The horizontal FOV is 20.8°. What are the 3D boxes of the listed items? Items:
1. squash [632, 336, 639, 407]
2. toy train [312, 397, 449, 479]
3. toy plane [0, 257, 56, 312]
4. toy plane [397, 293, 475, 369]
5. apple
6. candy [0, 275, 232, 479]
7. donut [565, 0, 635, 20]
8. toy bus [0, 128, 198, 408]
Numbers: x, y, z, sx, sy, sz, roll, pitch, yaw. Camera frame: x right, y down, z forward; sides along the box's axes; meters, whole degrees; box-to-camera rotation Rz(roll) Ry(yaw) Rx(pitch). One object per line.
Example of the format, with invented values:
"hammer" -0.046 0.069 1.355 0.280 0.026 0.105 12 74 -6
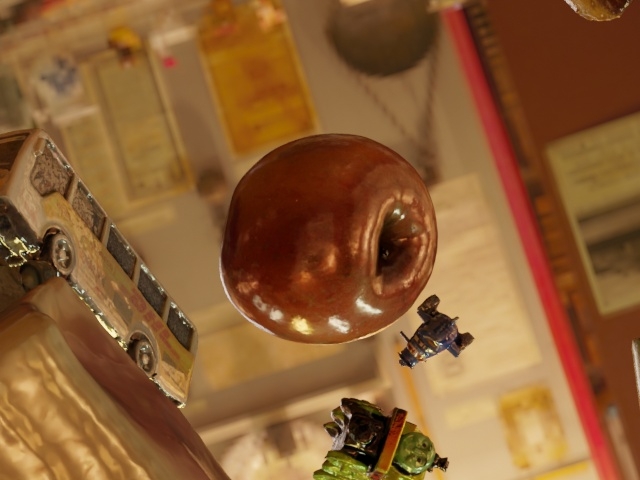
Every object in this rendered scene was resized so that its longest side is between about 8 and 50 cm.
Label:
"squash" 0.370 0.128 1.424 0.220 0.133 0.220 2 149 1
"toy train" 0.078 0.284 2.297 0.160 0.100 0.296 19 164 0
"toy plane" -0.225 0.085 1.256 0.223 0.104 0.326 0 -152 -44
"toy plane" 0.090 0.085 1.483 0.062 0.054 0.167 -41 177 -1
"apple" 0.000 0.000 1.938 0.253 0.253 0.253 -17 174 -2
"candy" -0.218 0.201 0.926 0.358 0.208 0.145 -35 -173 1
"donut" 0.234 -0.278 1.440 0.073 0.184 0.166 -23 -179 -15
"toy bus" -0.231 0.040 1.669 0.097 0.138 0.342 -10 135 25
